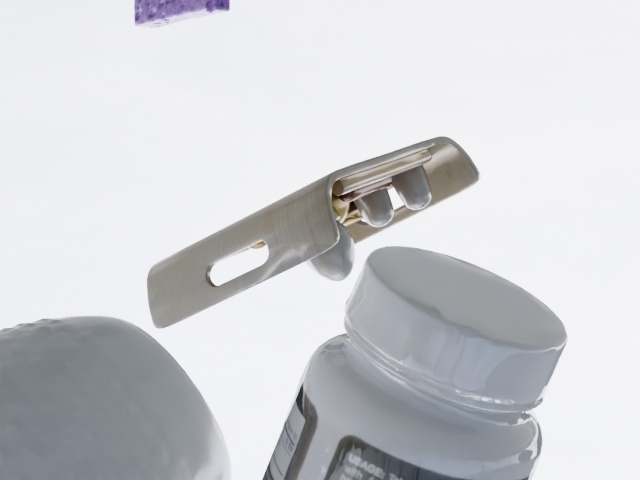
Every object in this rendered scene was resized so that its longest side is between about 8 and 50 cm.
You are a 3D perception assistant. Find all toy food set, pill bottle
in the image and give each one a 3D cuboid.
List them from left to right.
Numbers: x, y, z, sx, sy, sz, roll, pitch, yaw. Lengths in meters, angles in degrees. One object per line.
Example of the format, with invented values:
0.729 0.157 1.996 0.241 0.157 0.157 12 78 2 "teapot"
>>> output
0.000 0.000 1.886 0.219 0.092 0.306 -27 177 31 "toy food set"
0.046 0.159 1.265 0.161 0.283 0.161 19 -162 -6 "pill bottle"

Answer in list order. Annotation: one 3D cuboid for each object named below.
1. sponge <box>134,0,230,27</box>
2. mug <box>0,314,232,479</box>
-0.129 -0.305 1.816 0.031 0.210 0.117 3 173 -39 "sponge"
-0.223 0.252 1.484 0.328 0.374 0.276 -35 -156 -26 "mug"
